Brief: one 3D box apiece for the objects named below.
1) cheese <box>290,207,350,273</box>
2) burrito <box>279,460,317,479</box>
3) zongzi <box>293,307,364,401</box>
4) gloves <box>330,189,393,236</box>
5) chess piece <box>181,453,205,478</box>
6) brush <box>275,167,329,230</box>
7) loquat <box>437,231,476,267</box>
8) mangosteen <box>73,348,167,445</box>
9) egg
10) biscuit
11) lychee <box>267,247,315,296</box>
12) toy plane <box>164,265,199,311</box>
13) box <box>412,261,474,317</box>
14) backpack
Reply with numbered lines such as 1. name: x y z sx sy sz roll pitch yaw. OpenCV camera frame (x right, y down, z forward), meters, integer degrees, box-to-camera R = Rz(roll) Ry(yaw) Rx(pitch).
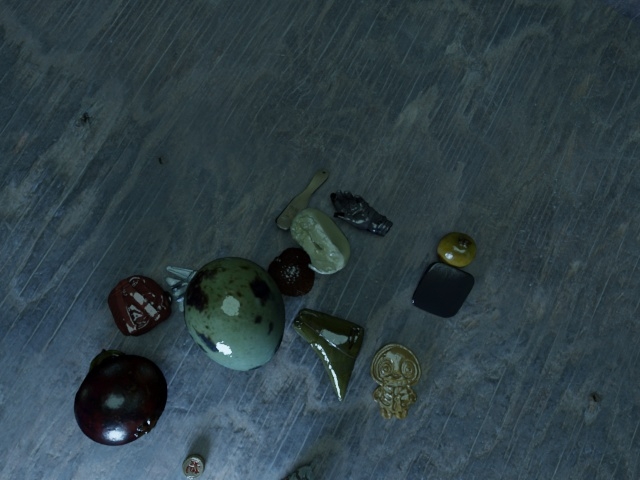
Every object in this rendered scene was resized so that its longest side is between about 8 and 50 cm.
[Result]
1. cheese: 0.000 0.000 1.845 0.127 0.233 0.266 -39 88 21
2. burrito: -0.143 0.987 1.758 0.139 0.101 0.445 28 82 5
3. zongzi: 0.002 0.428 1.840 0.274 0.145 0.300 17 87 2
4. gloves: 0.156 -0.102 1.944 0.285 0.119 0.142 38 68 -13
5. chess piece: -0.464 0.827 1.783 0.084 0.038 0.083 1 80 -7
6. brush: -0.069 -0.163 1.964 0.070 0.065 0.327 34 70 7
7. loquat: 0.542 0.038 1.941 0.163 0.163 0.137 44 51 2
8. mangosteen: -0.705 0.527 1.684 0.360 0.306 0.306 32 79 21
9. egg: -0.293 0.264 1.724 0.345 0.345 0.428 -27 108 -9
10. biscuit: 0.289 0.546 1.895 0.202 0.044 0.288 9 79 -4
11. lychee: -0.107 0.122 1.850 0.194 0.194 0.194 1 81 -5
12. toy plane: -0.443 0.151 1.868 0.267 0.088 0.212 -25 86 -17
13. box: 0.487 0.198 1.942 0.201 0.042 0.212 23 102 -4
14. backpack: -0.675 0.235 1.798 0.229 0.139 0.229 0 84 -1
